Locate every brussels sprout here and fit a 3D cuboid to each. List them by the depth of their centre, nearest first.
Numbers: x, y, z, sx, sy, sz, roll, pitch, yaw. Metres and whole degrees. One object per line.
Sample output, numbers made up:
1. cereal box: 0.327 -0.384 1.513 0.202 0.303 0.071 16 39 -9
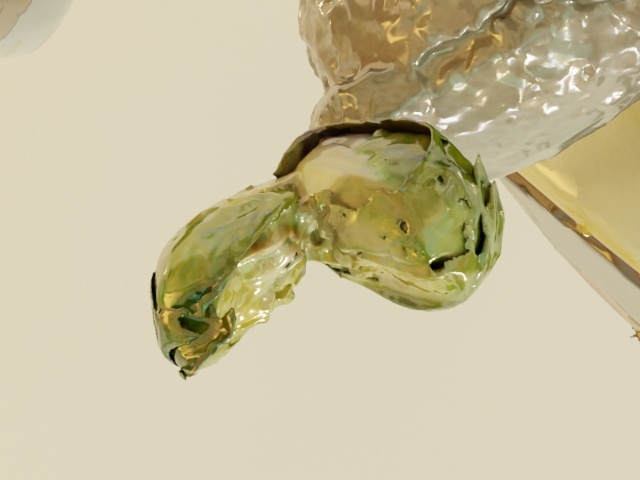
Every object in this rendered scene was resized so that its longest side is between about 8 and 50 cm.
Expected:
1. brussels sprout: -0.001 0.000 0.391 0.083 0.051 0.046 -15 -50 -11

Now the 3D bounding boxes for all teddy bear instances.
1. teddy bear: 0.104 -0.129 0.587 0.267 0.236 0.151 -28 -81 34

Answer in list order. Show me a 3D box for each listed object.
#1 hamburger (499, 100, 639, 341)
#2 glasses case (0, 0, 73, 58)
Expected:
1. hamburger: 0.205 -0.049 0.901 0.179 0.294 0.276 -44 -131 0
2. glasses case: -0.121 -0.094 0.565 0.041 0.164 0.063 27 -79 12
